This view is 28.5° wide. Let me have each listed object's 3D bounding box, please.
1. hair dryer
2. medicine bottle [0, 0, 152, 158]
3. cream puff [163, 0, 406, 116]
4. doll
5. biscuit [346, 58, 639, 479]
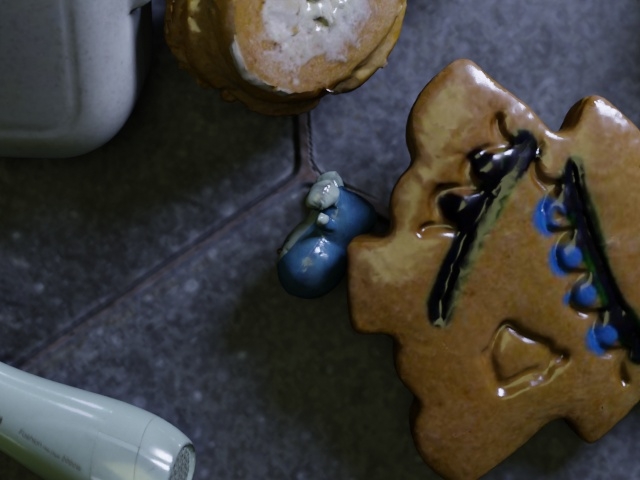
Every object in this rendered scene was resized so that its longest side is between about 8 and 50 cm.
[{"bbox_3d":[-0.212,0.201,0.867,0.206,0.075,0.237,21,101,11],"label":"hair dryer"},{"bbox_3d":[-0.230,-0.229,0.744,0.282,0.123,0.375,5,123,6],"label":"medicine bottle"},{"bbox_3d":[-0.026,-0.156,0.801,0.165,0.115,0.150,-3,109,-30],"label":"cream puff"},{"bbox_3d":[0.000,0.000,0.830,0.050,0.076,0.083,31,98,4],"label":"doll"},{"bbox_3d":[0.166,0.015,0.808,0.301,0.043,0.278,-7,102,-3],"label":"biscuit"}]
